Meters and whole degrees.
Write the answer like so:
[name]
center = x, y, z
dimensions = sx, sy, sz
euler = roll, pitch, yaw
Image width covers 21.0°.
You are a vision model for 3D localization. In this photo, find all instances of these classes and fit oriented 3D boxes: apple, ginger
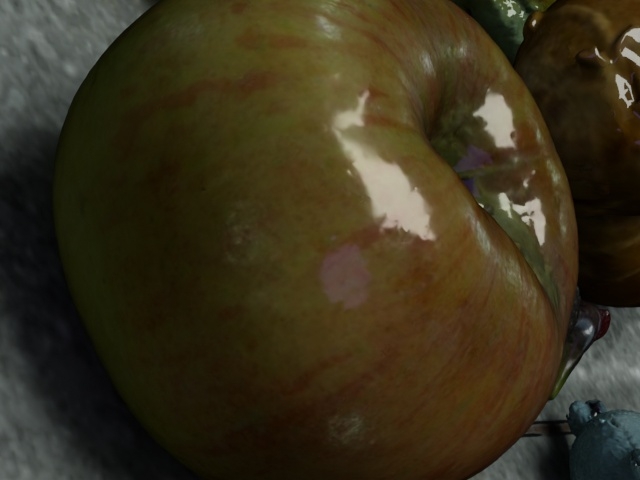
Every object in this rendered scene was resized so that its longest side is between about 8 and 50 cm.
[apple]
center = 0.000, 0.000, 0.753
dimensions = 0.261, 0.194, 0.260
euler = 36, 41, -40
[ginger]
center = 0.244, -0.075, 1.108
dimensions = 0.152, 0.274, 0.357
euler = 59, -7, 22

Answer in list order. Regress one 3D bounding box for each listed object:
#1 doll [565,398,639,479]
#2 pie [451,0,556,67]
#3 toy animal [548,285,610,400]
[doll]
center = 0.189, 0.184, 1.028
dimensions = 0.120, 0.075, 0.179
euler = -142, -144, -70
[pie]
center = 0.143, -0.226, 1.257
dimensions = 0.277, 0.079, 0.277
euler = 38, 38, -38
[toy animal]
center = 0.129, 0.033, 1.033
dimensions = 0.070, 0.105, 0.202
euler = 38, 7, 38
